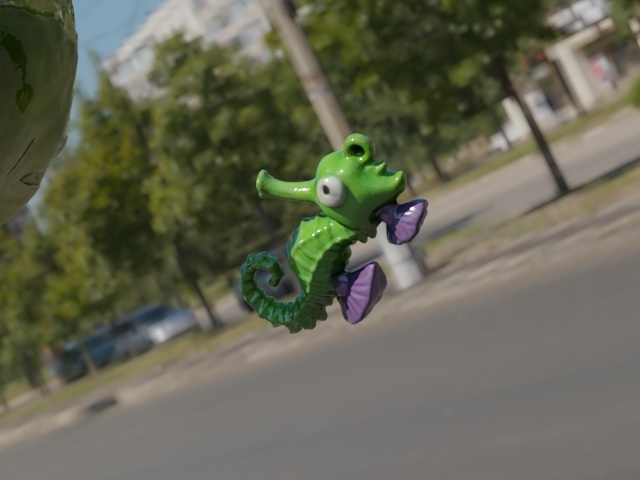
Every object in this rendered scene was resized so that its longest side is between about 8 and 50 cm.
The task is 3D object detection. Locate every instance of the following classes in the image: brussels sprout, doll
[{"bbox_3d":[-0.275,-0.135,1.211,0.219,0.271,0.210,-18,45,5],"label":"brussels sprout"},{"bbox_3d":[0.000,0.000,1.199,0.050,0.115,0.190,-49,-11,-49],"label":"doll"}]
